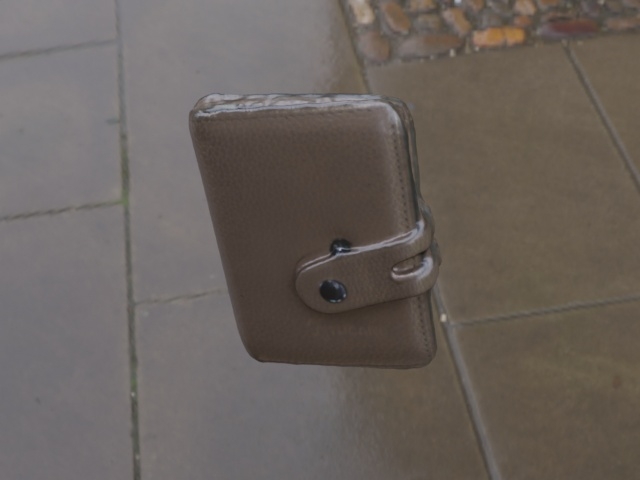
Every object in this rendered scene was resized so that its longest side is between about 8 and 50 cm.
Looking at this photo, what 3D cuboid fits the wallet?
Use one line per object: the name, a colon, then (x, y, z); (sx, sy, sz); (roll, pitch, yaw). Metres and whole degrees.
wallet: (0.000, 0.000, 0.489); (0.118, 0.153, 0.039); (-1, 30, 18)
